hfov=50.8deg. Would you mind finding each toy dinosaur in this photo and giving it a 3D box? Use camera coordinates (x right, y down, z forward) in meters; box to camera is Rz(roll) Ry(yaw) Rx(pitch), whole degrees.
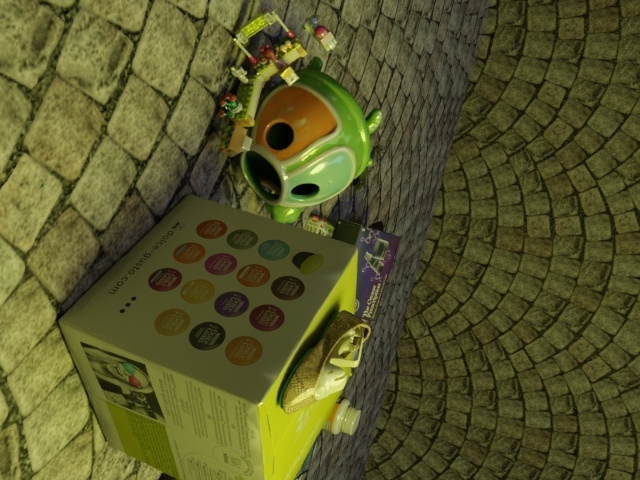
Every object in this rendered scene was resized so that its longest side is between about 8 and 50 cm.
[{"bbox_3d":[0.128,-0.258,1.978,0.118,0.064,0.268,-55,153,-27],"label":"toy dinosaur"}]

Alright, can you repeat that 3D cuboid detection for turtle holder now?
[{"bbox_3d":[-0.051,-0.176,1.317,0.227,0.243,0.320,-44,-169,-29],"label":"turtle holder"}]

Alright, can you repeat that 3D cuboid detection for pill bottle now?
[{"bbox_3d":[0.014,0.538,2.135,0.117,0.215,0.117,18,90,-72],"label":"pill bottle"}]

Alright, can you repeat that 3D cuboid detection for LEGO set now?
[{"bbox_3d":[-0.113,-0.291,1.167,0.287,0.132,0.107,-49,143,1],"label":"LEGO set"}]

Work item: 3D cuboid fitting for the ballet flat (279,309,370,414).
[{"bbox_3d":[0.016,0.172,0.957,0.206,0.067,0.073,-52,150,-46],"label":"ballet flat"}]

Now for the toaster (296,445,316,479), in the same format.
[{"bbox_3d":[-0.106,0.613,1.965,0.227,0.146,0.129,-55,156,-43],"label":"toaster"}]

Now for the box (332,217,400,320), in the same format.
[{"bbox_3d":[0.104,0.086,1.932,0.184,0.103,0.261,15,93,-42],"label":"box"}]

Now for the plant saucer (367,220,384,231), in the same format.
[{"bbox_3d":[0.141,0.082,2.205,0.310,0.050,0.310,-167,-90,-85],"label":"plant saucer"}]

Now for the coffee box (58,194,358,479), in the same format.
[{"bbox_3d":[-0.152,0.184,1.118,0.337,0.334,0.338,-55,155,-43],"label":"coffee box"}]

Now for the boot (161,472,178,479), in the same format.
[{"bbox_3d":[-0.330,0.548,1.429,0.106,0.037,0.114,-34,142,-63],"label":"boot"}]

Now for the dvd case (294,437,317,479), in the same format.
[{"bbox_3d":[-0.065,0.557,1.787,0.253,0.022,0.180,8,98,-69],"label":"dvd case"}]

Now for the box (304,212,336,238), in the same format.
[{"bbox_3d":[0.000,0.000,1.874,0.207,0.036,0.114,32,76,-71],"label":"box"}]

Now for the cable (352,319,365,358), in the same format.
[{"bbox_3d":[0.087,0.334,2.359,0.257,0.089,0.257,69,42,-63],"label":"cable"}]
